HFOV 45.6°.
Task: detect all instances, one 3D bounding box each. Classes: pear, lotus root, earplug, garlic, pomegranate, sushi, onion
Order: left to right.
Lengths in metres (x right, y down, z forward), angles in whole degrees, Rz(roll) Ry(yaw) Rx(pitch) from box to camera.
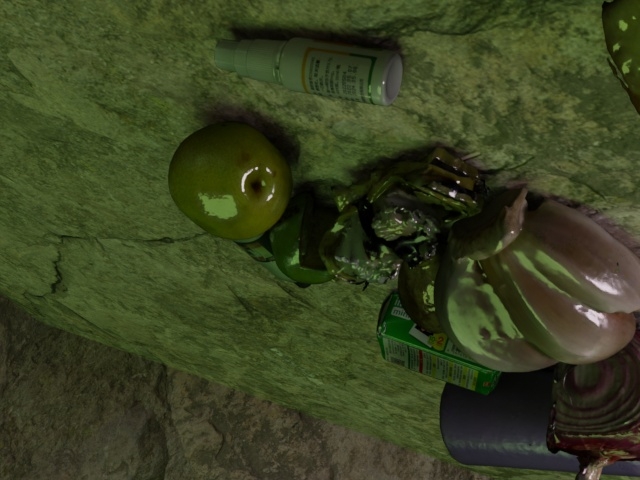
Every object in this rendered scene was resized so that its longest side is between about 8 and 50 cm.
[{"bbox_3d":[-0.142,-0.094,1.118,0.180,0.166,0.216,24,-176,-37],"label":"pear"},{"bbox_3d":[-0.010,0.007,1.218,0.169,0.143,0.122,26,129,-34],"label":"pomegranate"},{"bbox_3d":[0.091,-0.027,1.047,0.139,0.131,0.291,27,148,-20],"label":"sushi"},{"bbox_3d":[0.185,0.067,1.192,0.139,0.138,0.214,11,148,27],"label":"lotus root"},{"bbox_3d":[0.291,0.080,1.044,0.325,0.132,0.279,43,133,-19],"label":"garlic"},{"bbox_3d":[0.473,0.352,1.479,0.456,0.215,0.215,-7,144,44],"label":"earplug"},{"bbox_3d":[0.485,0.252,1.204,0.231,0.272,0.256,-2,-178,25],"label":"onion"}]

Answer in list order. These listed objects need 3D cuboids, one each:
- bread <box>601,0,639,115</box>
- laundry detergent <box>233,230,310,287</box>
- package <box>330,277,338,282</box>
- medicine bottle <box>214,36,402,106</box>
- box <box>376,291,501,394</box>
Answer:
[{"bbox_3d":[0.346,-0.122,0.571,0.261,0.163,0.204,66,156,5],"label":"bread"},{"bbox_3d":[-0.084,0.022,1.419,0.099,0.070,0.226,1,150,36],"label":"laundry detergent"},{"bbox_3d":[0.022,0.029,1.361,0.071,0.047,0.131,28,156,-6],"label":"package"},{"bbox_3d":[-0.013,-0.196,0.878,0.221,0.061,0.092,14,175,22],"label":"medicine bottle"},{"bbox_3d":[0.235,0.199,1.475,0.250,0.103,0.180,18,157,15],"label":"box"}]
